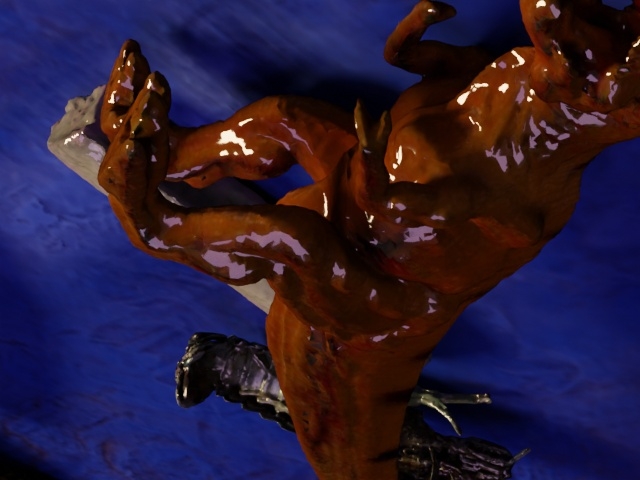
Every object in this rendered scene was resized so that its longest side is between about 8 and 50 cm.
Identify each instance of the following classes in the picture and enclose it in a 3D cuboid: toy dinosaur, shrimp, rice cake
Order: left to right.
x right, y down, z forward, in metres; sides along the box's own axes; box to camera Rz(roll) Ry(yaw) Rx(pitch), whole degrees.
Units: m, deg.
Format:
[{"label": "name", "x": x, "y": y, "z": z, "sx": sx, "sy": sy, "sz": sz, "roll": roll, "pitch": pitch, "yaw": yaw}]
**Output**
[{"label": "rice cake", "x": -0.033, "y": 0.003, "z": 0.876, "sx": 0.206, "sy": 0.036, "sz": 0.047, "roll": 37, "pitch": 157, "yaw": -20}, {"label": "toy dinosaur", "x": 0.000, "y": 0.000, "z": 0.776, "sx": 0.208, "sy": 0.097, "sz": 0.432, "roll": 23, "pitch": 146, "yaw": -5}, {"label": "shrimp", "x": 0.017, "y": 0.082, "z": 0.956, "sx": 0.174, "sy": 0.076, "sz": 0.082, "roll": 25, "pitch": 110, "yaw": 9}]

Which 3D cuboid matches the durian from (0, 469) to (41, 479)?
[{"label": "durian", "x": -0.312, "y": 0.192, "z": 1.236, "sx": 0.305, "sy": 0.195, "sz": 0.185, "roll": 17, "pitch": 143, "yaw": 18}]
